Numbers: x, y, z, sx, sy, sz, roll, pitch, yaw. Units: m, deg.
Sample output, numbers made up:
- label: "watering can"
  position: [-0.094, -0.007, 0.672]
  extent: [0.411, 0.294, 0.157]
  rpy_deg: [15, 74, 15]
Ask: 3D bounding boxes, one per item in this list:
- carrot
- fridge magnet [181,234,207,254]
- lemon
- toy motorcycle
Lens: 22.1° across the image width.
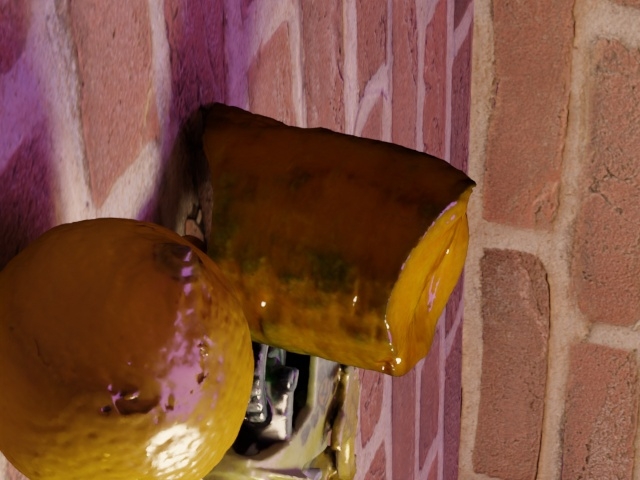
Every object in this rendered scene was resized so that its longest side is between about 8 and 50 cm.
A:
- label: "carrot"
  position: [0.000, 0.000, 1.696]
  extent: [0.241, 0.340, 0.241]
  rpy_deg: [-37, 134, -51]
- label: "fridge magnet"
  position: [-0.150, 0.063, 1.657]
  extent: [0.143, 0.063, 0.143]
  rpy_deg: [11, 90, -73]
- label: "lemon"
  position: [-0.165, 0.105, 1.332]
  extent: [0.253, 0.228, 0.228]
  rpy_deg: [83, 23, -51]
- label: "toy motorcycle"
  position: [-0.040, 0.199, 1.945]
  extent: [0.410, 0.168, 0.237]
  rpy_deg: [8, 94, -75]
